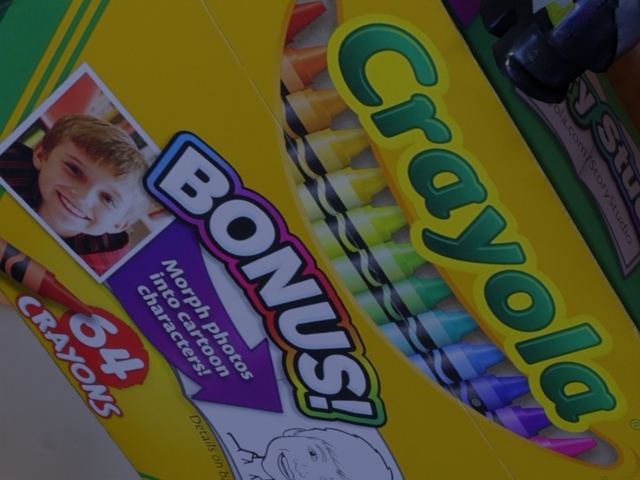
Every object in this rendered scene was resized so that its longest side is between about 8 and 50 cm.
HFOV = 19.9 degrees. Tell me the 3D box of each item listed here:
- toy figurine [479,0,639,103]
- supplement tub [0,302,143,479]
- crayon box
[{"bbox_3d":[0.191,-0.084,0.716,0.148,0.209,0.213,-41,85,31],"label":"toy figurine"},{"bbox_3d":[-0.234,0.215,1.097,0.228,0.228,0.316,37,124,15],"label":"supplement tub"},{"bbox_3d":[0.000,0.000,0.877,0.313,0.106,0.363,-17,116,37],"label":"crayon box"}]
